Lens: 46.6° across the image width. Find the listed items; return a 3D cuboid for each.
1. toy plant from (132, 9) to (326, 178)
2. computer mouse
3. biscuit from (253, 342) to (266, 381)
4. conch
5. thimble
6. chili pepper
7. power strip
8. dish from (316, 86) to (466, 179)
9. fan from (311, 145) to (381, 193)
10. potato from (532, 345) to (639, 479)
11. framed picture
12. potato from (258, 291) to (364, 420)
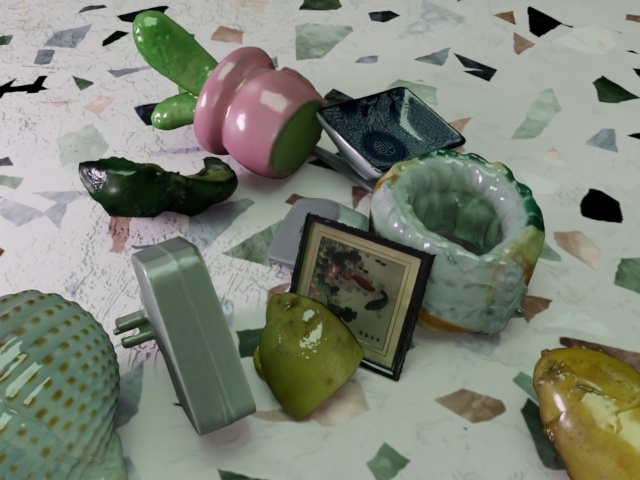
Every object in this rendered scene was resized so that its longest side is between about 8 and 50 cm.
[{"bbox_3d":[-0.168,-0.257,1.391,0.356,0.317,0.211,26,85,18],"label":"toy plant"},{"bbox_3d":[0.000,0.000,1.160,0.128,0.079,0.231,-57,27,-7],"label":"computer mouse"},{"bbox_3d":[-0.055,0.169,1.066,0.083,0.023,0.084,-1,44,1],"label":"biscuit"},{"bbox_3d":[-0.381,0.211,0.910,0.303,0.215,0.319,-39,53,-19],"label":"conch"},{"bbox_3d":[0.202,0.001,1.120,0.254,0.167,0.288,-12,46,-17],"label":"thimble"},{"bbox_3d":[-0.274,-0.084,1.267,0.264,0.116,0.148,-2,17,-31],"label":"chili pepper"},{"bbox_3d":[-0.201,0.118,0.993,0.141,0.230,0.261,-20,12,-17],"label":"power strip"},{"bbox_3d":[0.121,-0.181,1.360,0.243,0.080,0.182,-23,59,-37],"label":"dish"},{"bbox_3d":[0.012,-0.157,1.407,0.282,0.023,0.057,29,51,29],"label":"fan"},{"bbox_3d":[0.375,0.244,0.885,0.173,0.140,0.300,-27,54,-33],"label":"potato"},{"bbox_3d":[0.046,0.079,1.047,0.195,0.200,0.010,20,19,20],"label":"framed picture"},{"bbox_3d":[-0.029,0.149,1.003,0.149,0.081,0.120,44,52,-3],"label":"potato"}]
